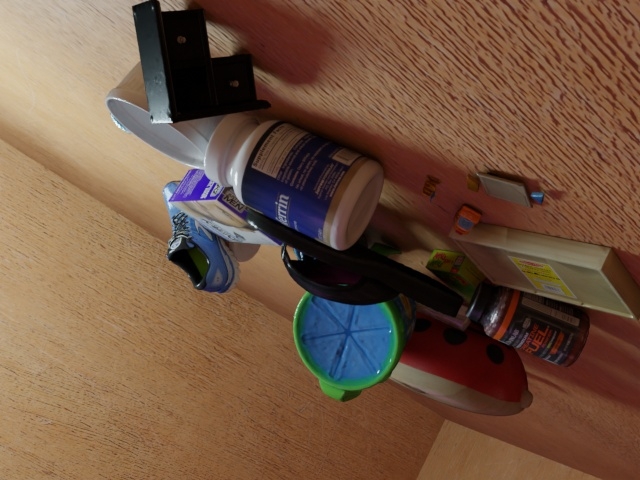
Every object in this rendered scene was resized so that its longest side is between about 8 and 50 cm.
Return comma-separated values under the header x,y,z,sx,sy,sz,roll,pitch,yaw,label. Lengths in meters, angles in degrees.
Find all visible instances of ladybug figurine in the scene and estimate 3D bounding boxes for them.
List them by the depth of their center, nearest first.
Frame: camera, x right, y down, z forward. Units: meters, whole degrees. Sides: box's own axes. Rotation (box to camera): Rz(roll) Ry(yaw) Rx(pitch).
x,y,z,sx,sy,sz,roll,pitch,yaw,label
0.288,0.262,1.689,0.449,0.162,0.305,21,-167,28,ladybug figurine

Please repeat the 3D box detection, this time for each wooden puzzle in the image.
x,y,z,sx,sy,sz,roll,pitch,yaw,label
0.248,-0.070,0.972,0.116,0.014,0.078,23,170,27,wooden puzzle

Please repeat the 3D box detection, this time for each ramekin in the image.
x,y,z,sx,sy,sz,roll,pitch,yaw,label
-0.250,-0.222,1.236,0.207,0.109,0.207,28,167,7,ramekin

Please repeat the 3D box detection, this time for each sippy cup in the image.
x,y,z,sx,sy,sz,roll,pitch,yaw,label
0.095,0.171,1.520,0.240,0.305,0.224,55,-155,9,sippy cup

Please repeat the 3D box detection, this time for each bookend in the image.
x,y,z,sx,sy,sz,roll,pitch,yaw,label
-0.161,-0.248,0.990,0.157,0.156,0.072,-15,-164,-35,bookend

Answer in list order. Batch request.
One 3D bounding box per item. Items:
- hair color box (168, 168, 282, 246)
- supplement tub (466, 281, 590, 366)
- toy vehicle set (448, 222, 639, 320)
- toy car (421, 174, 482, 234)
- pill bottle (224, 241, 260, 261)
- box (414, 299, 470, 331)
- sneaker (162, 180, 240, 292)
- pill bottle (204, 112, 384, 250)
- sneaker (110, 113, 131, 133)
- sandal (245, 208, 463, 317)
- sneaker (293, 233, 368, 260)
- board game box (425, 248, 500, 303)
x,y,z,sx,sy,sz,roll,pitch,yaw,label
-0.208,-0.081,1.681,0.185,0.110,0.339,37,163,-25,hair color box
0.363,0.142,1.278,0.198,0.106,0.106,22,166,7,supplement tub
0.349,0.043,1.126,0.267,0.035,0.166,15,160,47,toy vehicle set
0.192,-0.048,1.108,0.122,0.040,0.060,32,166,-14,toy car
-0.276,-0.028,1.985,0.221,0.121,0.121,20,164,33,pill bottle
0.191,0.108,1.637,0.324,0.063,0.067,24,165,21,box
-0.329,-0.014,1.857,0.147,0.130,0.330,-3,-120,-56,sneaker
-0.045,-0.103,1.158,0.264,0.153,0.153,26,166,17,pill bottle
-0.362,-0.254,1.501,0.162,0.063,0.073,24,149,5,sneaker
0.060,0.066,1.276,0.445,0.107,0.167,24,-172,-23,sandal
0.000,0.000,1.473,0.125,0.140,0.341,21,166,24,sneaker
0.294,0.084,1.379,0.181,0.043,0.092,37,164,-30,board game box
